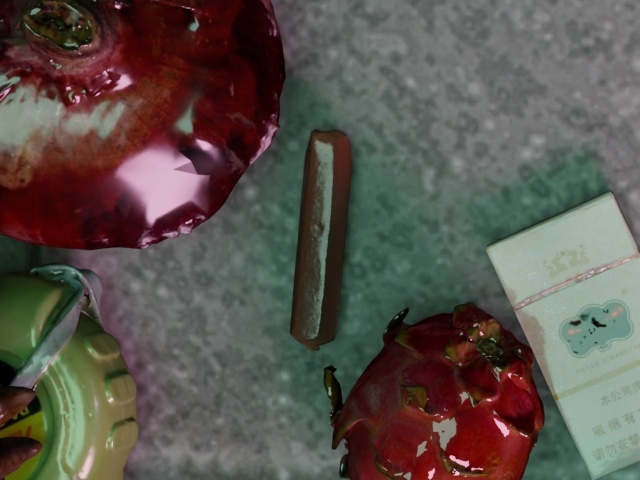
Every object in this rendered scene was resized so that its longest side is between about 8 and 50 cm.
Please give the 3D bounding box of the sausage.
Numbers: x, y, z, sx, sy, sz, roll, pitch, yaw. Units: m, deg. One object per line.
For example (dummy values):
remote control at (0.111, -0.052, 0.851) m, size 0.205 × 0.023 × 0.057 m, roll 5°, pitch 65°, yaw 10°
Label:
sausage at (0.001, 0.000, 1.246) m, size 0.030 × 0.035 × 0.147 m, roll 4°, pitch 98°, yaw -11°

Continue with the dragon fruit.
dragon fruit at (0.075, 0.119, 1.205) m, size 0.136 × 0.133 × 0.166 m, roll 38°, pitch 102°, yaw 47°

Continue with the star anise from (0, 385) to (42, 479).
star anise at (-0.291, 0.149, 1.150) m, size 0.292 × 0.109 × 0.349 m, roll 24°, pitch 104°, yaw -7°

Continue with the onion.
onion at (-0.150, -0.110, 1.168) m, size 0.252 × 0.219 × 0.252 m, roll 0°, pitch 90°, yaw 1°

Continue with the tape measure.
tape measure at (-0.206, 0.112, 1.255) m, size 0.200 × 0.106 × 0.175 m, roll -33°, pitch 82°, yaw 14°

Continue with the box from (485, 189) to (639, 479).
box at (0.181, 0.061, 1.229) m, size 0.090 × 0.024 × 0.167 m, roll -25°, pitch 92°, yaw 11°
